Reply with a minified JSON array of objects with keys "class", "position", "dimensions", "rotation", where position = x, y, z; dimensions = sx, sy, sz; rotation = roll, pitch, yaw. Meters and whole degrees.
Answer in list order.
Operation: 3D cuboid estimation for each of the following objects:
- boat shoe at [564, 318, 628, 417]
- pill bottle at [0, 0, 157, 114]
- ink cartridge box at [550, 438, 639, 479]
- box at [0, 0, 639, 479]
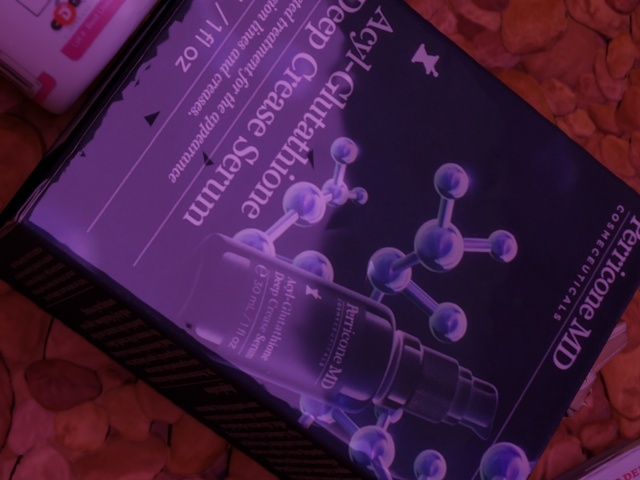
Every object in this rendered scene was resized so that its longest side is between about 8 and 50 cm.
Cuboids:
[{"class":"boat shoe","position":[0.194,0.123,1.275],"dimensions":[0.170,0.063,0.059],"rotation":[-29,99,-20]},{"class":"pill bottle","position":[-0.251,-0.237,1.095],"dimensions":[0.283,0.160,0.160],"rotation":[39,68,-12]},{"class":"ink cartridge box","position":[0.257,0.253,1.272],"dimensions":[0.109,0.063,0.150],"rotation":[-23,90,-24]},{"class":"box","position":[0.000,0.000,1.121],"dimensions":[0.395,0.212,0.293],"rotation":[37,72,-13]}]
